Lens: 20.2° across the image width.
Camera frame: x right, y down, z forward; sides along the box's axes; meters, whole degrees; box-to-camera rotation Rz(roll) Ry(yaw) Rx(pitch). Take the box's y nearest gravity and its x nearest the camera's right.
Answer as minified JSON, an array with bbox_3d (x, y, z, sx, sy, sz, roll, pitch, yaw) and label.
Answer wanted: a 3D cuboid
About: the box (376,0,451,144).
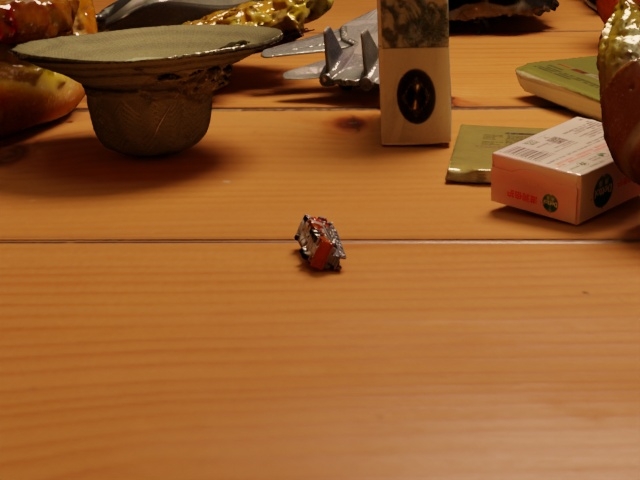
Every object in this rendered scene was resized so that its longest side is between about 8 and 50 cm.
[{"bbox_3d":[0.091,-0.233,1.716,0.069,0.256,0.164,-1,16,4],"label":"box"}]

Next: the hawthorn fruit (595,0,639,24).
[{"bbox_3d":[0.432,-0.312,2.116,0.196,0.196,0.225,-13,29,-37],"label":"hawthorn fruit"}]

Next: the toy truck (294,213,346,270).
[{"bbox_3d":[0.000,0.000,1.329,0.032,0.024,0.083,19,14,-14],"label":"toy truck"}]

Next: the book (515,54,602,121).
[{"bbox_3d":[0.408,-0.160,1.853,0.352,0.035,0.239,-7,19,-22],"label":"book"}]

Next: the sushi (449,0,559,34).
[{"bbox_3d":[0.203,-0.387,2.329,0.225,0.218,0.238,-6,17,-30],"label":"sushi"}]

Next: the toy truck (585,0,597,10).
[{"bbox_3d":[0.466,-0.498,2.419,0.207,0.387,0.173,5,17,-5],"label":"toy truck"}]

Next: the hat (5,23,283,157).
[{"bbox_3d":[-0.156,-0.131,1.644,0.252,0.110,0.252,-3,13,1],"label":"hat"}]

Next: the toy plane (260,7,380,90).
[{"bbox_3d":[0.076,-0.219,1.961,0.212,0.088,0.267,7,23,23],"label":"toy plane"}]

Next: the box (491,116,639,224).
[{"bbox_3d":[0.209,-0.059,1.461,0.089,0.043,0.125,19,29,39],"label":"box"}]

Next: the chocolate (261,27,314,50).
[{"bbox_3d":[-0.091,-0.248,2.202,0.086,0.028,0.182,19,25,33],"label":"chocolate"}]

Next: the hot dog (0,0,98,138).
[{"bbox_3d":[-0.402,-0.192,1.738,0.405,0.185,0.223,-8,16,-20],"label":"hot dog"}]

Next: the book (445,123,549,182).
[{"bbox_3d":[0.202,-0.079,1.613,0.168,0.013,0.192,2,16,8],"label":"book"}]

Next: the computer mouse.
[{"bbox_3d":[-0.178,-0.287,2.243,0.379,0.090,0.167,-26,7,-29],"label":"computer mouse"}]

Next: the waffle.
[{"bbox_3d":[-0.117,-0.223,1.966,0.291,0.051,0.291,-16,13,4],"label":"waffle"}]

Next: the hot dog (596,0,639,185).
[{"bbox_3d":[0.275,-0.078,1.385,0.123,0.093,0.261,17,36,-35],"label":"hot dog"}]
